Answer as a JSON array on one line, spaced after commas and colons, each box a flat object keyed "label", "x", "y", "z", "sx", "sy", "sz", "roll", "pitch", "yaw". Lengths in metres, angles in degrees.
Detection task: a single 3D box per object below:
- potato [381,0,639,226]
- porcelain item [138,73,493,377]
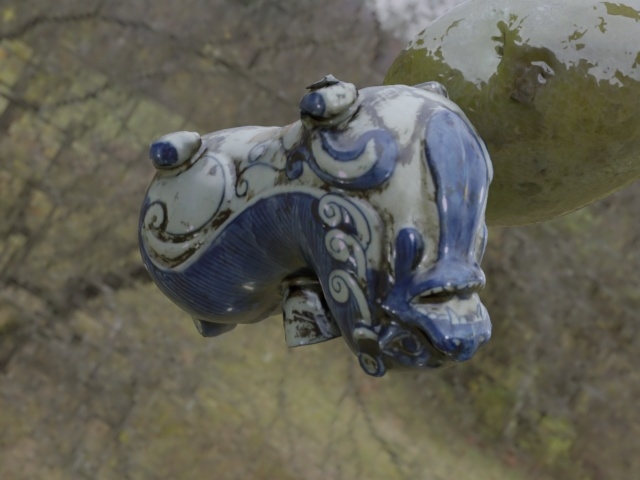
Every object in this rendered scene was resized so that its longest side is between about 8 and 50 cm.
[{"label": "potato", "x": 0.168, "y": -0.101, "z": 1.182, "sx": 0.251, "sy": 0.159, "sz": 0.174, "roll": -12, "pitch": -24, "yaw": 26}, {"label": "porcelain item", "x": 0.000, "y": 0.000, "z": 1.074, "sx": 0.138, "sy": 0.186, "sz": 0.288, "roll": -7, "pitch": -3, "yaw": -45}]
